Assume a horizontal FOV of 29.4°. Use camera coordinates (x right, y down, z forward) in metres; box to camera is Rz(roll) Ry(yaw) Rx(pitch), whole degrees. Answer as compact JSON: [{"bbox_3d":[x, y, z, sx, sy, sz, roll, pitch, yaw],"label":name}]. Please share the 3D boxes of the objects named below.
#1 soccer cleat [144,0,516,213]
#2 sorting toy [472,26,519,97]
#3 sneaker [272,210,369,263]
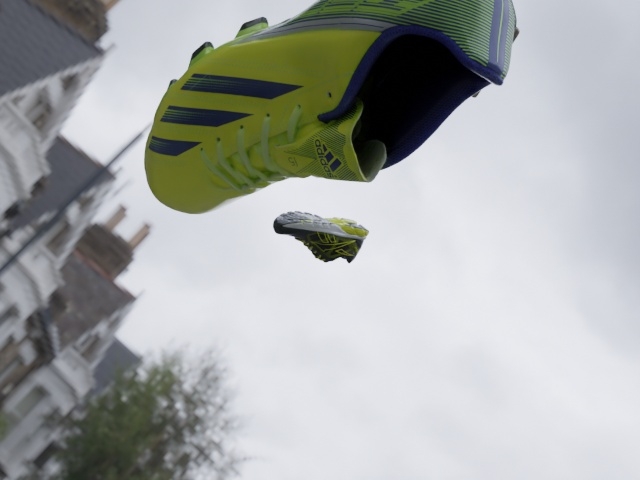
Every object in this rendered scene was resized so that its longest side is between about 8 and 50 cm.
[{"bbox_3d":[-0.010,-0.074,0.721,0.093,0.121,0.289,22,-39,-40],"label":"soccer cleat"},{"bbox_3d":[0.079,-0.135,0.770,0.083,0.012,0.062,37,-47,7],"label":"sorting toy"},{"bbox_3d":[0.000,0.000,0.939,0.083,0.035,0.031,8,14,-30],"label":"sneaker"}]
